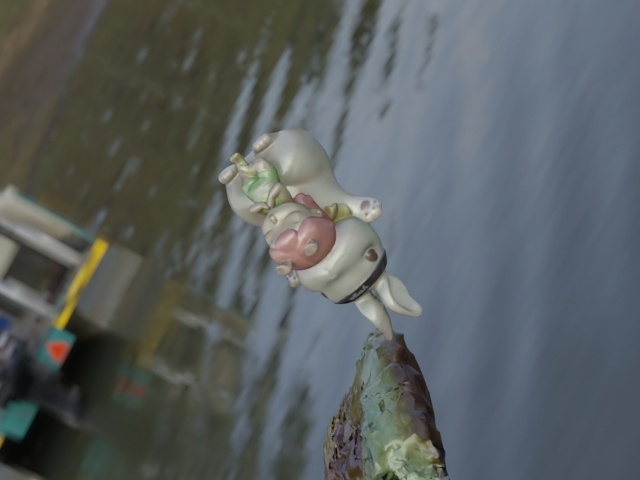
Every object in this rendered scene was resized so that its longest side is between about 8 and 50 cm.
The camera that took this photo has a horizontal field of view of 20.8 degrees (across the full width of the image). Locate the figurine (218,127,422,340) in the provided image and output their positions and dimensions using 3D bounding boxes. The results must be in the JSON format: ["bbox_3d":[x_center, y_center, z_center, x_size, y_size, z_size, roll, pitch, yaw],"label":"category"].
[{"bbox_3d":[-0.008,0.005,1.134,0.098,0.146,0.081,-18,-20,-44],"label":"figurine"}]

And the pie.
[{"bbox_3d":[0.068,0.255,1.531,0.288,0.103,0.355,-149,50,-81],"label":"pie"}]
